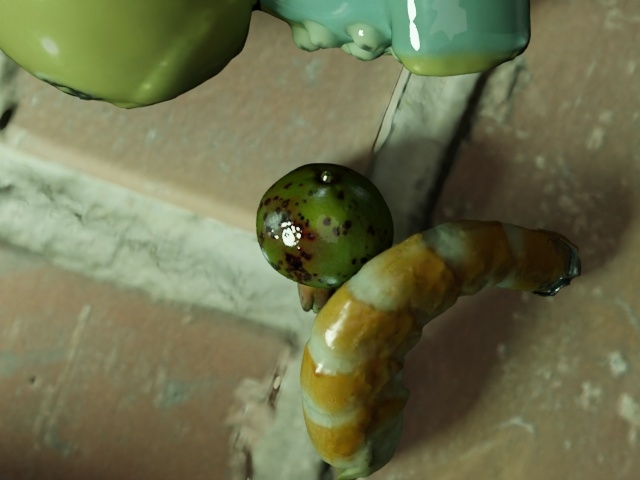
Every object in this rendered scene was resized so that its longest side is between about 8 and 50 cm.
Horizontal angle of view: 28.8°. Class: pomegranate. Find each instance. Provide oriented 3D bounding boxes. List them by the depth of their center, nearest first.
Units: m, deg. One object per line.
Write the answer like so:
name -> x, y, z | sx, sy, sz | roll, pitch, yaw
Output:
pomegranate -> -0.003, -0.001, 0.665 | 0.073, 0.073, 0.084 | 34, 113, -8

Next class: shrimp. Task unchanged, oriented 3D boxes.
shrimp -> 0.066, 0.055, 0.685 | 0.166, 0.049, 0.161 | -16, 130, -25

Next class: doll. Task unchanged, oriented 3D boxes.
doll -> -0.045, -0.147, 0.580 | 0.261, 0.177, 0.161 | -6, 105, -4
